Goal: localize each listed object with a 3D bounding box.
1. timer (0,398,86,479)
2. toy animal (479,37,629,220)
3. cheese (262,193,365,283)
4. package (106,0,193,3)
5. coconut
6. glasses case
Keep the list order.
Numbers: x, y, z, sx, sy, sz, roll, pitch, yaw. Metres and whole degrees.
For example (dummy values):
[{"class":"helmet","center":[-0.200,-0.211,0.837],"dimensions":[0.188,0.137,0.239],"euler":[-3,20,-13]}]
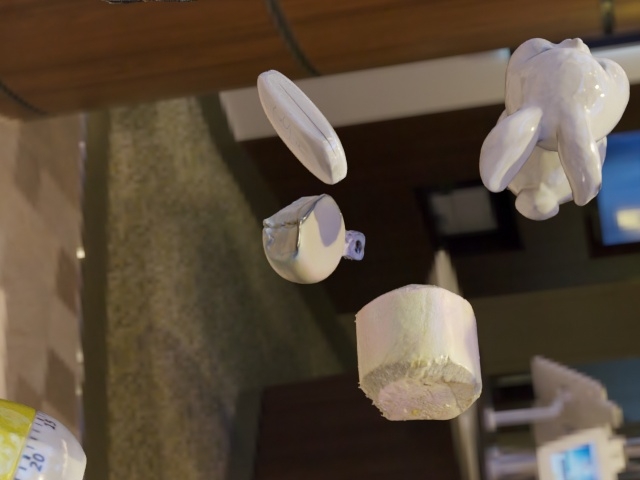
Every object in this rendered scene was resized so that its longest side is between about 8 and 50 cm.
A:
[{"class":"timer","center":[-0.392,0.266,1.360],"dimensions":[0.285,0.285,0.285],"euler":[-7,90,-79]},{"class":"toy animal","center":[0.238,-0.108,1.427],"dimensions":[0.193,0.128,0.178],"euler":[75,33,-78]},{"class":"cheese","center":[0.000,-0.007,1.460],"dimensions":[0.171,0.048,0.092],"euler":[-23,114,-56]},{"class":"package","center":[-0.129,-0.306,1.545],"dimensions":[0.166,0.232,0.040],"euler":[-93,175,-58]},{"class":"coconut","center":[0.088,0.095,1.255],"dimensions":[0.116,0.116,0.122],"euler":[69,16,-50]},{"class":"glasses case","center":[-0.030,-0.172,2.073],"dimensions":[0.233,0.059,0.092],"euler":[53,-17,39]}]
